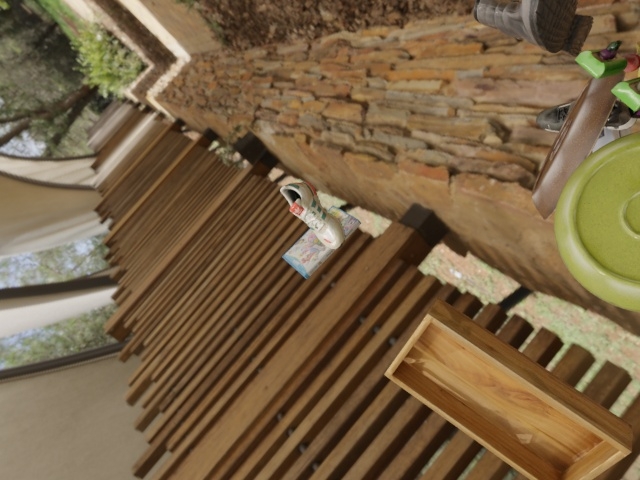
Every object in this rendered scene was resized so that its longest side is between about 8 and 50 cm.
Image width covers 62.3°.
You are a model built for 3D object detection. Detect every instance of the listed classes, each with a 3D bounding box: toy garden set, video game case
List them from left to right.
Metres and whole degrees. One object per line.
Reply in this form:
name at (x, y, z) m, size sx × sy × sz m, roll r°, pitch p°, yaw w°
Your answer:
video game case at (0.000, 0.000, 1.159) m, size 0.015 × 0.166 × 0.119 m, roll 48°, pitch 173°, yaw -33°
toy garden set at (0.507, -0.206, 0.757) m, size 0.244 × 0.204 × 0.049 m, roll 51°, pitch 135°, yaw 17°

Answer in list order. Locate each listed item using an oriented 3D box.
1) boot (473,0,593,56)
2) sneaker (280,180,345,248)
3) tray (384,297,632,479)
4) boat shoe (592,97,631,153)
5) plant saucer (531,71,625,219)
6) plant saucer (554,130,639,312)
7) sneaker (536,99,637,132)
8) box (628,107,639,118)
boot at (0.412, -0.467, 1.103) m, size 0.223 × 0.118 × 0.338 m, roll 31°, pitch -161°, yaw 30°
sneaker at (-0.021, -0.046, 0.997) m, size 0.075 × 0.057 × 0.161 m, roll -6°, pitch -124°, yaw -51°
tray at (0.350, 0.307, 1.036) m, size 0.411 × 0.202 × 0.076 m, roll 34°, pitch -142°, yaw 11°
boat shoe at (0.764, -0.310, 1.393) m, size 0.084 × 0.258 × 0.095 m, roll 8°, pitch 171°, yaw -22°
plant saucer at (0.489, -0.190, 1.034) m, size 0.050 × 0.310 × 0.310 m, roll 26°, pitch 172°, yaw 15°
plant saucer at (0.413, -0.031, 0.657) m, size 0.241 × 0.241 × 0.037 m, roll 37°, pitch -168°, yaw 38°
sneaker at (0.643, -0.318, 1.311) m, size 0.234 × 0.078 × 0.106 m, roll 10°, pitch 178°, yaw 44°
box at (0.651, -0.271, 0.936) m, size 0.116 × 0.029 × 0.162 m, roll 5°, pitch 150°, yaw -13°
